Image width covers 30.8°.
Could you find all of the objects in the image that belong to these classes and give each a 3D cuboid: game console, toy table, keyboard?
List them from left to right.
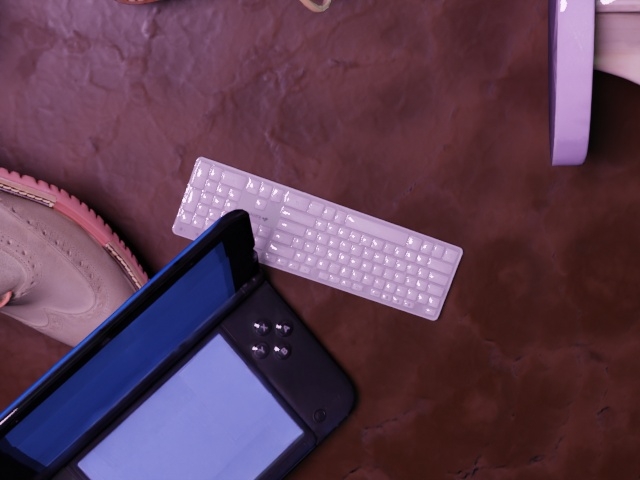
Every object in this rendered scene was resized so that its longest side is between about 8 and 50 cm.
[{"bbox_3d":[-0.115,0.153,0.945,0.293,0.173,0.250,-43,106,-12],"label":"game console"},{"bbox_3d":[0.000,0.000,1.038,0.256,0.014,0.072,19,102,-12],"label":"keyboard"},{"bbox_3d":[0.262,-0.196,0.914,0.161,0.252,0.274,1,111,8],"label":"toy table"}]

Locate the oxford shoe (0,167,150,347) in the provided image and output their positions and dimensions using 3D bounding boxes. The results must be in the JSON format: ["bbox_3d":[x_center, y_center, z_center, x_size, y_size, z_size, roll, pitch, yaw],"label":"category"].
[{"bbox_3d":[-0.288,0.015,0.885,0.140,0.146,0.397,-29,134,32],"label":"oxford shoe"}]

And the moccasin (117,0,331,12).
[{"bbox_3d":[-0.002,-0.265,0.877,0.380,0.147,0.139,-14,130,7],"label":"moccasin"}]
